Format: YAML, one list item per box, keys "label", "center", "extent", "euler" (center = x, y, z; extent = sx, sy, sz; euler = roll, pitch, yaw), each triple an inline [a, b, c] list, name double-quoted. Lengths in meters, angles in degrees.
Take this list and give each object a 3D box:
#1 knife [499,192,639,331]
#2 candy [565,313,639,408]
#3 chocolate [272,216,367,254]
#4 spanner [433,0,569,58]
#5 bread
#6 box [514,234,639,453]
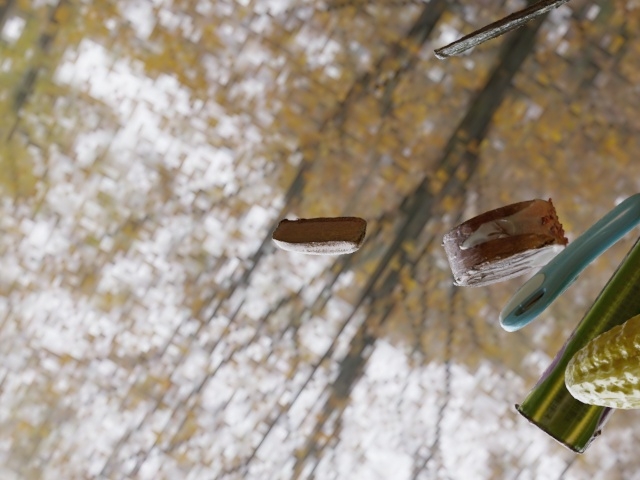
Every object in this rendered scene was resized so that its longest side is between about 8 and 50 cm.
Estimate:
- label: "knife"
  center: [0.289, 0.025, 2.052]
  extent: [0.031, 0.222, 0.064]
  euler: [46, -173, -20]
- label: "candy"
  center: [0.305, 0.098, 1.574]
  extent: [0.106, 0.199, 0.094]
  euler: [-11, -99, -64]
- label: "chocolate"
  center: [0.000, 0.000, 1.934]
  extent: [0.100, 0.031, 0.064]
  euler: [-3, -159, 8]
- label: "spanner"
  center: [0.312, -0.334, 2.630]
  extent: [0.093, 0.325, 0.026]
  euler: [65, 179, -77]
- label: "bread"
  center: [0.237, 0.003, 2.354]
  extent: [0.160, 0.160, 0.073]
  euler: [-4, -112, -45]
- label: "box"
  center: [0.344, 0.064, 1.967]
  extent: [0.097, 0.345, 0.134]
  euler: [36, -175, 13]
